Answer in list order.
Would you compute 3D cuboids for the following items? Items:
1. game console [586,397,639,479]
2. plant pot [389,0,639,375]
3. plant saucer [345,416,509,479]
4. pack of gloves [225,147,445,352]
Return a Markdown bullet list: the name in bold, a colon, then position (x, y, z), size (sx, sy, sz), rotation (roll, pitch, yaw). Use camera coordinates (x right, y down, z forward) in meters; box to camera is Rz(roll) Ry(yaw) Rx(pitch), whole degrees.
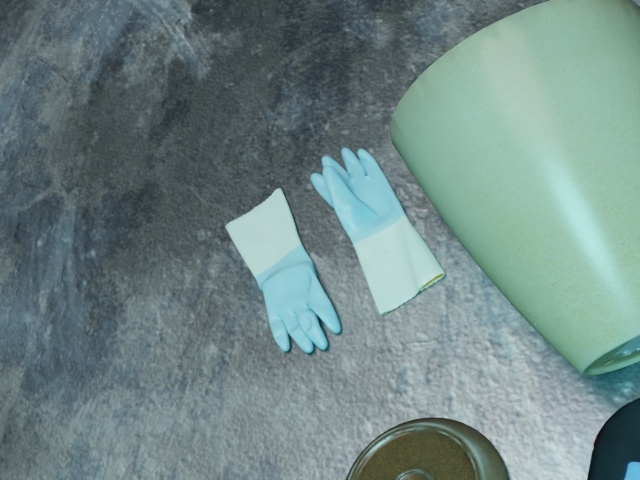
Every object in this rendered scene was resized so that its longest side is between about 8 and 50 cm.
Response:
- **game console**: position (0.338, 0.267, 0.691), size (0.342, 0.060, 0.386), rotation (-2, 42, 29)
- **plant pot**: position (0.231, -0.030, 0.911), size (0.256, 0.256, 0.274), rotation (-27, 67, 12)
- **plant saucer**: position (0.088, 0.234, 0.936), size (0.168, 0.029, 0.168), rotation (-16, 49, 19)
- **pack of gloves**: position (0.000, 0.000, 1.129), size (0.195, 0.046, 0.232), rotation (-33, 50, 7)
